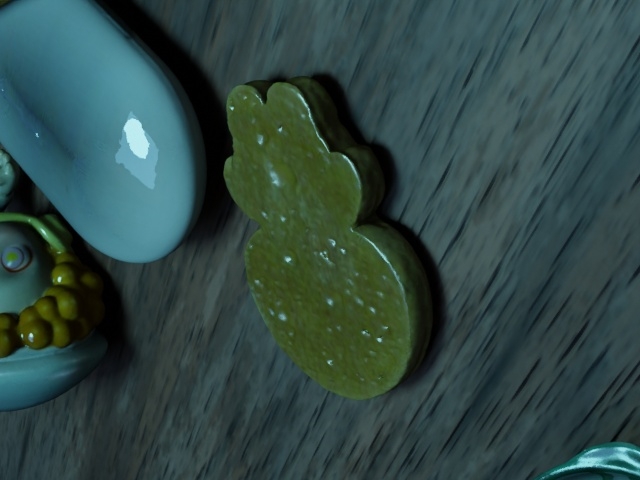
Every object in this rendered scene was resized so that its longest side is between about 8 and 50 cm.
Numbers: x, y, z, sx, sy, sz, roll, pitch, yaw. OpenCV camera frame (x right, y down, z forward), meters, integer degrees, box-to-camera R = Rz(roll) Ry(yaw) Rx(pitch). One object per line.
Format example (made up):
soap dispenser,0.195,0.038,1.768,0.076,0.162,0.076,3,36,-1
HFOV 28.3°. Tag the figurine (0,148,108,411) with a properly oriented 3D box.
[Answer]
figurine,-0.366,0.008,1.430,0.205,0.224,0.382,108,151,-69

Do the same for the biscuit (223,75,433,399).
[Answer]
biscuit,0.001,0.000,1.069,0.202,0.044,0.289,-5,107,49

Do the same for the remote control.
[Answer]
remote control,-0.225,-0.123,1.199,0.332,0.103,0.221,45,132,20

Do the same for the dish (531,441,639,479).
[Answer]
dish,0.241,0.244,0.905,0.246,0.078,0.224,18,112,33

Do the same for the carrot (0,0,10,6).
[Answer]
carrot,-0.232,-0.271,1.051,0.302,0.138,0.139,-15,101,35
